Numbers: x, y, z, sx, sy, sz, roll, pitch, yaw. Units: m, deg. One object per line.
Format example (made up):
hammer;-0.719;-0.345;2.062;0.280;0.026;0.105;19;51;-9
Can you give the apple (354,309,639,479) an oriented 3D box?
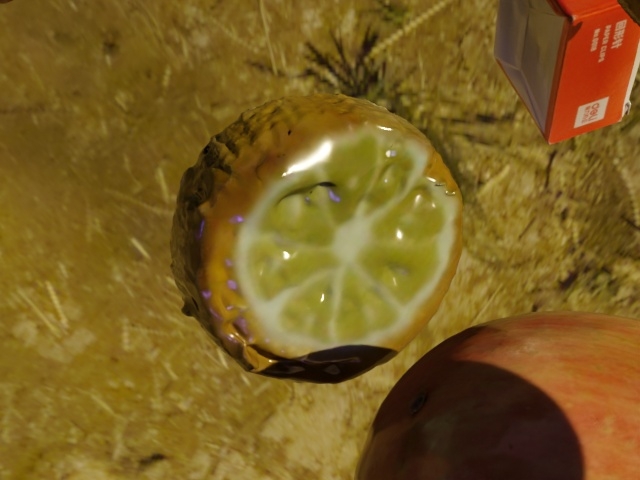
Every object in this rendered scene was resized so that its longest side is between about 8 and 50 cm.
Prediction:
apple;0.205;0.251;1.019;0.347;0.391;0.391;6;78;16

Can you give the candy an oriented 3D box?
candy;0.000;0.000;1.198;0.260;0.118;0.259;-9;116;-18

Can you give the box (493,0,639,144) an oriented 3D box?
box;0.237;-0.203;1.326;0.099;0.182;0.133;-20;55;-13

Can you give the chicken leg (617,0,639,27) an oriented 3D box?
chicken leg;0.277;-0.206;1.127;0.085;0.101;0.207;-17;116;24

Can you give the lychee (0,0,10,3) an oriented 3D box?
lychee;-0.202;-0.241;0.672;0.261;0.260;0.260;-1;78;3
